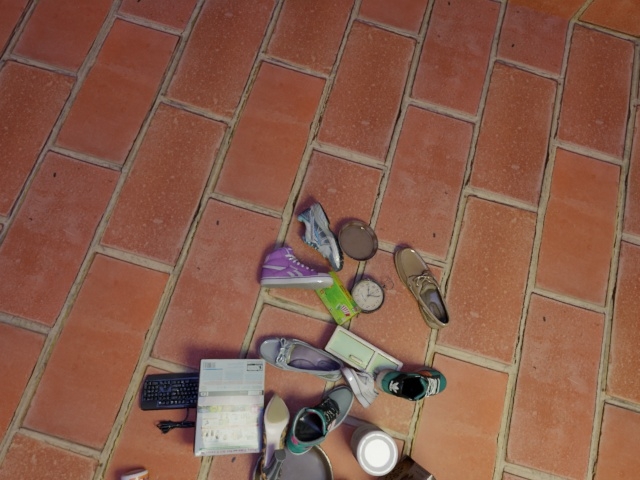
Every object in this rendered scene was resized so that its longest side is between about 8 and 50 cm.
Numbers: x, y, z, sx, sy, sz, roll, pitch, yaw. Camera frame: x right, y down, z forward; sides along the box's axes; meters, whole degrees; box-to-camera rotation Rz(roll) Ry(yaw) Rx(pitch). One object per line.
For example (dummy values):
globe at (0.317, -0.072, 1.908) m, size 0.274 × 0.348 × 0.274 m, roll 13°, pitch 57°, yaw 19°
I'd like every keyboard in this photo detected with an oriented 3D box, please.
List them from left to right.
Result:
keyboard at (-0.467, 0.569, 1.575) m, size 0.318 × 0.033 × 0.201 m, roll -2°, pitch 76°, yaw -4°

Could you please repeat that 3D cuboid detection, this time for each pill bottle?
pill bottle at (-0.604, 0.839, 1.466) m, size 0.086 × 0.086 × 0.151 m, roll -7°, pitch 76°, yaw -6°
pill bottle at (0.168, 0.684, 1.488) m, size 0.131 × 0.229 × 0.131 m, roll 1°, pitch 75°, yaw -4°

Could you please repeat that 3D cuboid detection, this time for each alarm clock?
alarm clock at (0.194, 0.203, 1.700) m, size 0.192 × 0.064 × 0.129 m, roll -26°, pitch 79°, yaw -7°

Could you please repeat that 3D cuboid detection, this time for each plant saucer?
plant saucer at (-0.094, 0.815, 1.533) m, size 0.278 × 0.041 × 0.277 m, roll 1°, pitch 76°, yaw -4°
plant saucer at (0.145, 0.005, 1.748) m, size 0.169 × 0.029 × 0.168 m, roll 6°, pitch 69°, yaw -17°

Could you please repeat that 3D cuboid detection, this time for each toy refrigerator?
toy refrigerator at (0.152, 0.421, 1.625) m, size 0.270 × 0.094 × 0.102 m, roll 31°, pitch 75°, yaw 3°

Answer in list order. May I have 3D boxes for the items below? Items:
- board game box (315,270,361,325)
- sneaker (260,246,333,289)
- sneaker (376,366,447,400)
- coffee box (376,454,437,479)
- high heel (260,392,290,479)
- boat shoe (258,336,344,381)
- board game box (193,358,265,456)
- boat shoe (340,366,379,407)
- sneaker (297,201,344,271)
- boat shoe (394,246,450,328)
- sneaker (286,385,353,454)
board game box at (0.059, 0.215, 1.666) m, size 0.092 × 0.043 × 0.181 m, roll -42°, pitch 73°, yaw 22°
sneaker at (-0.086, 0.095, 1.662) m, size 0.282 × 0.102 × 0.160 m, roll 1°, pitch 69°, yaw 15°
sneaker at (0.344, 0.507, 1.554) m, size 0.302 × 0.121 × 0.108 m, roll 9°, pitch 88°, yaw -31°
coffee box at (0.286, 0.813, 1.428) m, size 0.168 × 0.297 × 0.118 m, roll -35°, pitch 80°, yaw -11°
high heel at (-0.166, 0.670, 1.514) m, size 0.093 × 0.186 × 0.261 m, roll 10°, pitch 34°, yaw -15°
boat shoe at (-0.070, 0.413, 1.589) m, size 0.321 × 0.103 × 0.118 m, roll 18°, pitch 65°, yaw 11°
board game box at (-0.309, 0.559, 1.527) m, size 0.224 × 0.097 × 0.303 m, roll 6°, pitch 74°, yaw -19°
boat shoe at (0.140, 0.489, 1.539) m, size 0.084 × 0.258 × 0.095 m, roll -34°, pitch 51°, yaw -7°
sneaker at (0.000, 0.000, 1.734) m, size 0.122 × 0.110 × 0.282 m, roll -25°, pitch 75°, yaw 8°
boat shoe at (0.397, 0.169, 1.699) m, size 0.122 × 0.110 × 0.341 m, roll -26°, pitch 79°, yaw -10°
sneaker at (0.006, 0.589, 1.509) m, size 0.296 × 0.178 × 0.124 m, roll -39°, pitch 70°, yaw -24°
